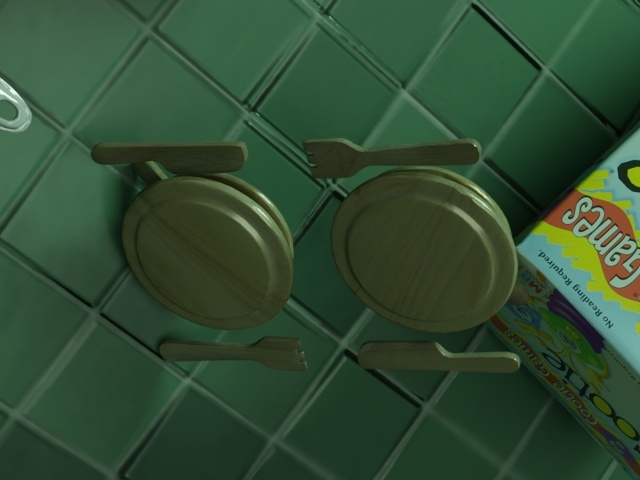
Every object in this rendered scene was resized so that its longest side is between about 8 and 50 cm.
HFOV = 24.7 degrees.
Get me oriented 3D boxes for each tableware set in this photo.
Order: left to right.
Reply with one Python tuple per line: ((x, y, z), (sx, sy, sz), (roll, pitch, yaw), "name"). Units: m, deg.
((0.000, 0.000, 0.683), (0.039, 0.194, 0.128), (-61, 144, -50), "tableware set")

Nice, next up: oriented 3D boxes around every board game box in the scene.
((0.228, -0.023, 0.754), (0.275, 0.142, 0.144), (-43, 85, -12), "board game box")

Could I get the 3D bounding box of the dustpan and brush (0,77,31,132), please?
((-0.214, -0.112, 0.618), (0.211, 0.060, 0.147), (37, 83, -24), "dustpan and brush")
